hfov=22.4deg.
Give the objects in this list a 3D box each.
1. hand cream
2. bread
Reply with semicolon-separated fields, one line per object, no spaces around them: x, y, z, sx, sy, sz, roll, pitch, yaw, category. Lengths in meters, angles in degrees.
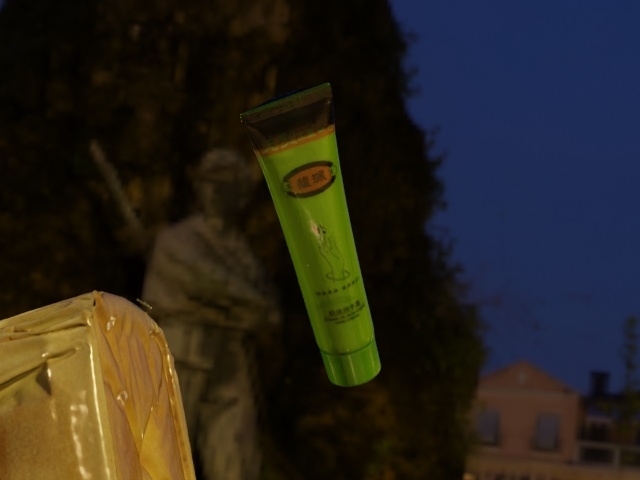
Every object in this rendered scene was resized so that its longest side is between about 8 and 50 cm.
0.000;0.000;0.622;0.036;0.122;0.023;-20;25;-11;hand cream
-0.151;0.147;1.007;0.110;0.209;0.192;-13;-11;11;bread
